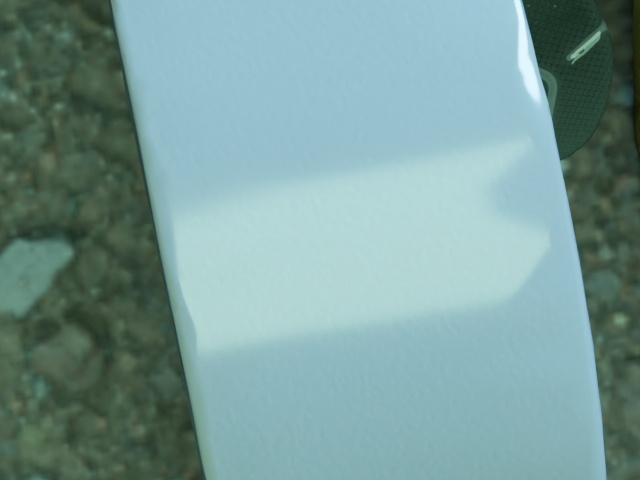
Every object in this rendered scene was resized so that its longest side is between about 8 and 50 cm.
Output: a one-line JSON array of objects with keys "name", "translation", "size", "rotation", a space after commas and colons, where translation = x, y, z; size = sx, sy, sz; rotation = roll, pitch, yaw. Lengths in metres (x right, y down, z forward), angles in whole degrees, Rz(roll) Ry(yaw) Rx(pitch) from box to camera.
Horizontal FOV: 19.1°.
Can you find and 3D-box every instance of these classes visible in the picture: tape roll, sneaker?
[{"name": "tape roll", "translation": [0.000, 0.000, 0.579], "size": [0.100, 0.286, 0.286], "rotation": [-11, 97, -5]}, {"name": "sneaker", "translation": [0.063, -0.097, 0.692], "size": [0.054, 0.061, 0.152], "rotation": [-27, 118, -3]}]

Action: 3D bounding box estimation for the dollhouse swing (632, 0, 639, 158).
[{"name": "dollhouse swing", "translation": [0.265, -0.163, 0.702], "size": [0.347, 0.305, 0.315], "rotation": [-16, 139, -4]}]
